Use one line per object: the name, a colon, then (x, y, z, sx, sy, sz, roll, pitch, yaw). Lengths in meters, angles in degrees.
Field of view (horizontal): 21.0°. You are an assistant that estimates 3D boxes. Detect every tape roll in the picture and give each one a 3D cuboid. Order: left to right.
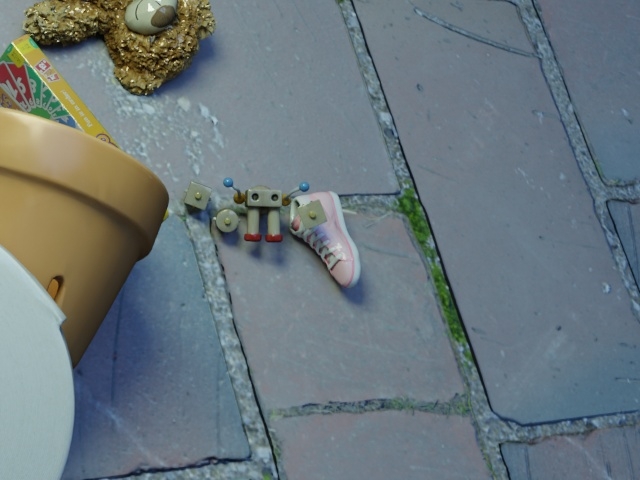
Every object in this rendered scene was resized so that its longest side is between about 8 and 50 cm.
tape roll: (-0.420, 0.153, 1.605, 0.392, 0.072, 0.392, 0, 90, -7)

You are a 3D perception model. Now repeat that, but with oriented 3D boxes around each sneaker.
sneaker: (0.000, 0.000, 2.124, 0.070, 0.051, 0.134, -1, 60, -31)

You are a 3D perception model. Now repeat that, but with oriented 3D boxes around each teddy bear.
teddy bear: (-0.278, -0.341, 2.109, 0.245, 0.113, 0.338, -23, 77, -37)

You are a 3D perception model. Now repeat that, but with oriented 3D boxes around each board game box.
board game box: (-0.283, -0.097, 1.947, 0.259, 0.124, 0.039, 49, 46, 2)

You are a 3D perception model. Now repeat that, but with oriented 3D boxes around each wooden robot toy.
wooden robot toy: (-0.081, -0.038, 2.094, 0.173, 0.079, 0.076, 3, 95, -7)

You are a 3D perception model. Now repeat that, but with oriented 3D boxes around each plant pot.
plant pot: (-0.322, 0.011, 1.779, 0.291, 0.291, 0.203, 22, 71, -21)
